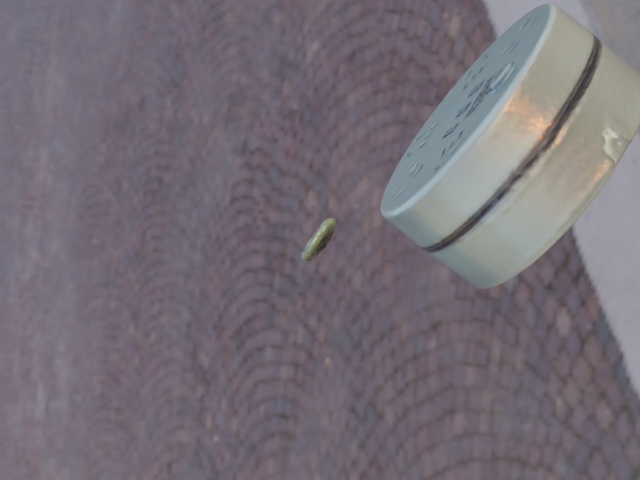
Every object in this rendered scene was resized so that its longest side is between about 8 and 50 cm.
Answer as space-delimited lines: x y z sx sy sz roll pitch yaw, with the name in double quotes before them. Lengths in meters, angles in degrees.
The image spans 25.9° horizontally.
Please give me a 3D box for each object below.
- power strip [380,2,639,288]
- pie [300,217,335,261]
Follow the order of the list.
"power strip" 0.227 -0.113 1.716 0.357 0.161 0.357 -51 9 12
"pie" -0.001 0.001 2.129 0.084 0.021 0.084 -52 -12 -15
